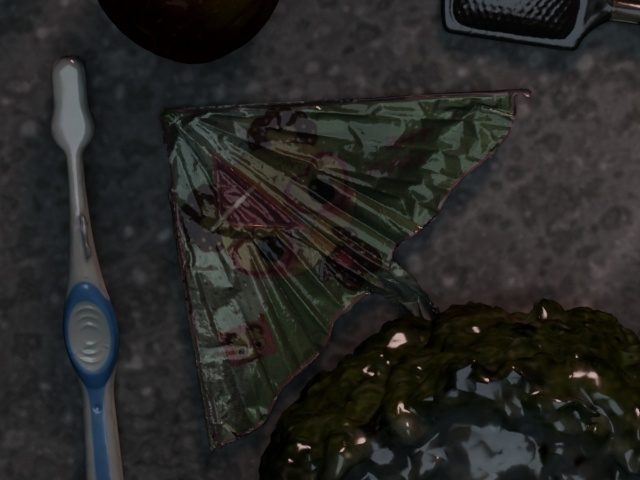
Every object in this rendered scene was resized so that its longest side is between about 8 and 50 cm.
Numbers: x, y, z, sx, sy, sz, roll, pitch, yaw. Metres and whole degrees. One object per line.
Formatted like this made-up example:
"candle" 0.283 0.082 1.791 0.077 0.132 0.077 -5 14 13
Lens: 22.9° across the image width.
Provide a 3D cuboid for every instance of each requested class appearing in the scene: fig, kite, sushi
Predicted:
"fig" -0.065 -0.180 0.951 0.109 0.103 0.155 28 110 -30
"kite" 0.000 0.000 1.038 0.267 0.013 0.323 37 101 -8
"sushi" 0.102 0.220 1.000 0.294 0.178 0.352 -11 105 1

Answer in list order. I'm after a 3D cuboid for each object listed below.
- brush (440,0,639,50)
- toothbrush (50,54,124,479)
"brush" 0.173 -0.150 1.006 0.193 0.016 0.063 8 103 -3
"toothbrush" -0.150 0.071 1.037 0.040 0.040 0.386 -3 103 -1
